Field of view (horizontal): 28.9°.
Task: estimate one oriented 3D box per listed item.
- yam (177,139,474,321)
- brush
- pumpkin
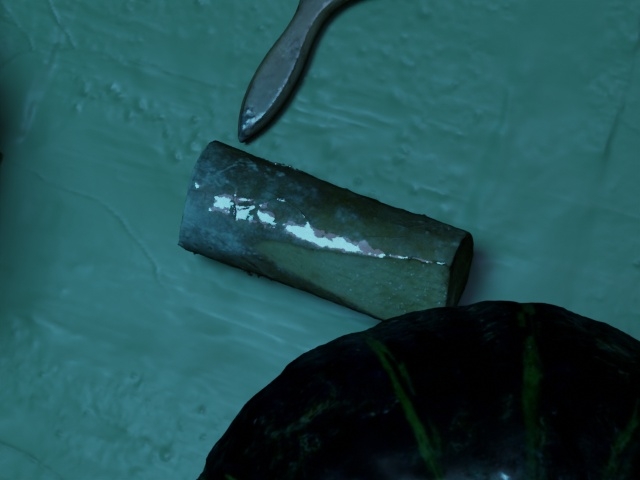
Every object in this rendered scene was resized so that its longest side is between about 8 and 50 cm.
[{"bbox_3d":[0.000,0.000,0.702,0.169,0.068,0.068,20,82,14],"label":"yam"},{"bbox_3d":[-0.002,-0.146,0.757,0.070,0.021,0.196,27,84,16],"label":"brush"},{"bbox_3d":[0.080,0.175,0.565,0.315,0.238,0.315,-1,75,5],"label":"pumpkin"}]
